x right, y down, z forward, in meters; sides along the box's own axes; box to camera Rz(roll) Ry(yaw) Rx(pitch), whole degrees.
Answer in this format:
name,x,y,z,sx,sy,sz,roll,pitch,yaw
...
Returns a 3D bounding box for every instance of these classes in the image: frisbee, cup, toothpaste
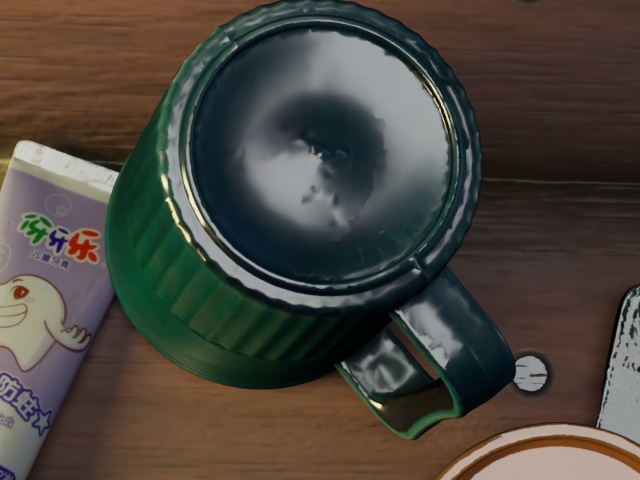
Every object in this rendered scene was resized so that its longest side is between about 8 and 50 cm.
name,x,y,z,sx,sy,sz,roll,pitch,yaw
frisbee,0.183,0.265,1.520,0.251,0.021,0.250,0,88,-1
cup,-0.018,0.000,1.435,0.242,0.292,0.307,-8,79,-13
toothpaste,-0.244,0.102,1.532,0.125,0.080,0.371,20,69,-1

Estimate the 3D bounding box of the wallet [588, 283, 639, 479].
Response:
name,x,y,z,sx,sy,sz,roll,pitch,yaw
wallet,0.378,0.140,1.567,0.318,0.045,0.172,13,80,-1
